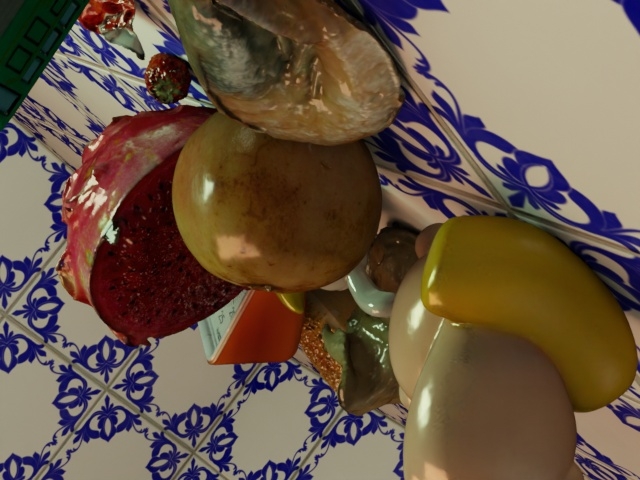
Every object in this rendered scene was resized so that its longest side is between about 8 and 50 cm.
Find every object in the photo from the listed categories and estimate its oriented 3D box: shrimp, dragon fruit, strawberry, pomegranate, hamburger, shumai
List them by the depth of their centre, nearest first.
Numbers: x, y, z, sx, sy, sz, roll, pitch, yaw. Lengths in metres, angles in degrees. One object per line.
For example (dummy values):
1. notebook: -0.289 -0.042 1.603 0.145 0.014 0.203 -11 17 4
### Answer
1. shrimp: -0.048 -0.209 1.102 0.221 0.110 0.446 7 157 21
2. pomegranate: -0.052 -0.072 1.400 0.252 0.270 0.229 5 170 -13
3. strawberry: -0.224 -0.244 1.682 0.073 0.073 0.083 46 -158 -40
4. shumai: 0.144 0.168 1.693 0.314 0.262 0.267 37 170 -8
5. dragon fruit: -0.241 -0.048 1.736 0.249 0.386 0.371 43 -163 35
6. hamburger: 0.046 0.172 2.135 0.302 0.170 0.302 50 176 5

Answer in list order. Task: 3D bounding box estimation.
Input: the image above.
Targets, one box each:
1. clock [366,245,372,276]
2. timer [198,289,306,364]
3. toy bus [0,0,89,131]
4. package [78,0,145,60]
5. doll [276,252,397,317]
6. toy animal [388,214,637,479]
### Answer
1. clock: 0.043 0.018 1.924 0.236 0.053 0.236 36 167 10
2. timer: -0.115 0.053 1.995 0.161 0.250 0.257 4 -149 -18
3. toy bus: -0.378 -0.279 1.290 0.183 0.343 0.199 34 180 17
4. package: -0.333 -0.353 1.540 0.269 0.071 0.194 39 155 10
5. doll: 0.000 0.000 1.625 0.237 0.252 0.111 -15 176 43
6. toy animal: 0.199 0.147 1.325 0.277 0.345 0.247 6 171 -24
